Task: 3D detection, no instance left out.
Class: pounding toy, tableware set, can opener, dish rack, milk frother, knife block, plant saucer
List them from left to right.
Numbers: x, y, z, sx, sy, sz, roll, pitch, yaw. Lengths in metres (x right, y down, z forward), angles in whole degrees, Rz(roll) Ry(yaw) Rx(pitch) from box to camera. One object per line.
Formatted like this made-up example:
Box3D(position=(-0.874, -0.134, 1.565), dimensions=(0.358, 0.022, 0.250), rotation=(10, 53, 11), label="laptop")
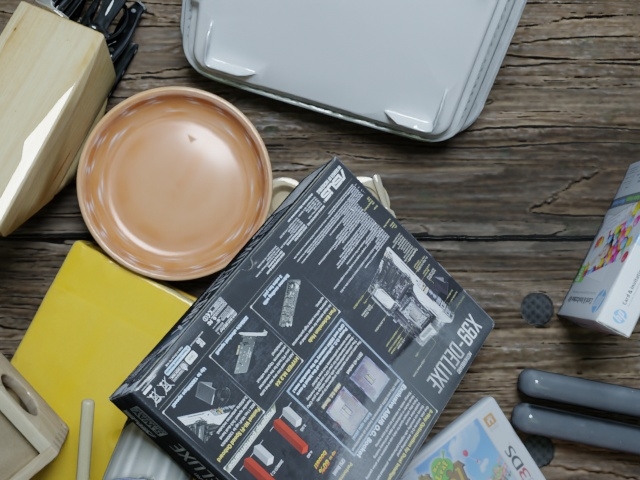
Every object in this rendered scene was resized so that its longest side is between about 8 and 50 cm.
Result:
Box3D(position=(-0.292, 0.201, 0.801), dimensions=(0.181, 0.094, 0.206), rotation=(-40, 99, -5), label="pounding toy")
Box3D(position=(-0.261, -0.166, 0.785), dimensions=(0.088, 0.276, 0.242), rotation=(22, 118, 0), label="knife block")
Box3D(position=(-0.150, -0.058, 0.856), dimensions=(0.200, 0.037, 0.200), rotation=(0, 89, -5), label="plant saucer")
Box3D(position=(-0.123, 0.221, 0.774), dimensions=(0.143, 0.135, 0.129), rotation=(3, 123, 4), label="milk frother")
Box3D(position=(0.000, 0.000, 0.886), dimensions=(0.168, 0.020, 0.141), rotation=(-2, 88, 0), label="tableware set")
Box3D(position=(0.024, -0.231, 0.783), dimensions=(0.332, 0.072, 0.286), rotation=(17, 133, 1), label="dish rack")
Box3D(position=(0.347, 0.193, 0.847), dimensions=(0.283, 0.095, 0.076), rotation=(11, 88, -1), label="can opener")

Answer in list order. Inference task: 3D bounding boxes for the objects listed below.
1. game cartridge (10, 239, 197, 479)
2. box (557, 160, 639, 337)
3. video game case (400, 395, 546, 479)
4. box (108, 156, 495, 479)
Box3D(position=(-0.205, 0.205, 0.868), dimensions=(0.285, 0.053, 0.324), rotation=(29, 91, 0), label="game cartridge")
Box3D(position=(0.312, 0.003, 0.828), dimensions=(0.038, 0.145, 0.186), rotation=(26, 89, 3), label="box")
Box3D(position=(0.150, 0.300, 0.843), dimensions=(0.212, 0.023, 0.193), rotation=(-32, 89, -21), label="video game case")
Box3D(position=(0.000, 0.109, 0.769), dimensions=(0.242, 0.076, 0.307), rotation=(45, 59, -11), label="box")
